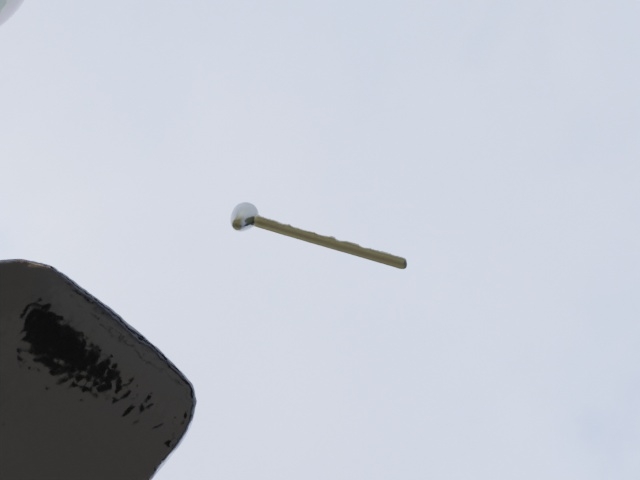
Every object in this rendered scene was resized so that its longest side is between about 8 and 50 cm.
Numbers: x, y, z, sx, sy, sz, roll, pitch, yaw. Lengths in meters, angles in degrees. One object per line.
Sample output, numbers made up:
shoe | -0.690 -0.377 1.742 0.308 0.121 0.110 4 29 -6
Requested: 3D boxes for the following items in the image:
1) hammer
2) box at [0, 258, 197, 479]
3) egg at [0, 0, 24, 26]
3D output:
hammer | 0.000 0.000 1.017 0.195 0.060 0.028 15 -78 -4
box | -0.214 0.129 0.669 0.201 0.042 0.212 39 -101 7
egg | -0.430 -0.331 1.147 0.183 0.217 0.183 50 -20 26
